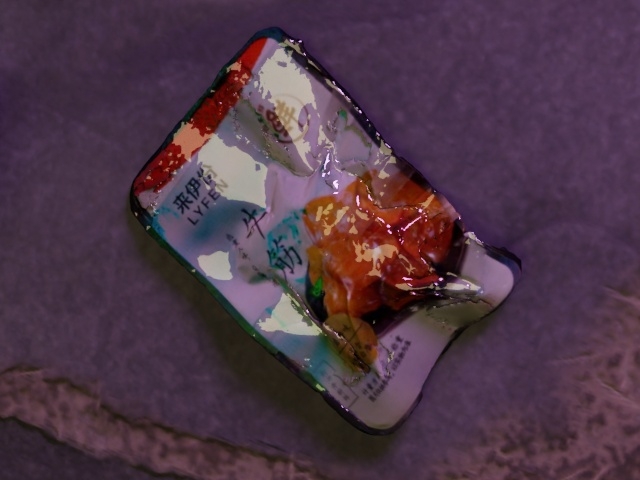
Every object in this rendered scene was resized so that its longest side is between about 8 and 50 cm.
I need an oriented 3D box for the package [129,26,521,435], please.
[{"bbox_3d":[0.000,0.000,1.180,0.232,0.040,0.166,45,114,3],"label":"package"}]
